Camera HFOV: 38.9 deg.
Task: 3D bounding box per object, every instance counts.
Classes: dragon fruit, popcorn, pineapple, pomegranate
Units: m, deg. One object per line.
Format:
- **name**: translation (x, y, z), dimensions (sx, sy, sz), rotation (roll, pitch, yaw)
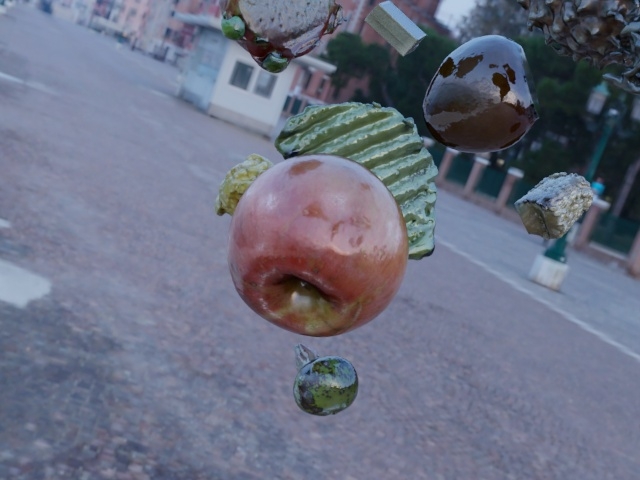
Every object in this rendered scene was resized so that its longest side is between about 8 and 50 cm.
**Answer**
- **dragon fruit**: translation (-0.095, -0.494, 1.902), dimensions (0.295, 0.268, 0.130), rotation (-25, 19, -25)
- **popcorn**: translation (-0.159, -0.109, 2.093), dimensions (0.163, 0.140, 0.194), rotation (18, -37, 24)
- **pineapple**: translation (0.329, -0.236, 0.929), dimensions (0.175, 0.175, 0.361), rotation (17, 23, -26)
- **pomegranate**: translation (-0.001, 0.286, 1.831), dimensions (0.138, 0.125, 0.163), rotation (-14, 24, -35)

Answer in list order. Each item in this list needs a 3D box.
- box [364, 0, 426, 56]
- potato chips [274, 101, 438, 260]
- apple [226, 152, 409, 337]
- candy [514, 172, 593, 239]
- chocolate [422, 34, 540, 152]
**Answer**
- **box**: translation (0.111, -0.311, 1.325), dimensions (0.079, 0.035, 0.083), rotation (42, 24, -1)
- **potato chips**: translation (0.093, -0.120, 2.022), dimensions (0.389, 0.373, 0.097), rotation (-2, 5, -14)
- **apple**: translation (0.000, 0.000, 1.772), dimensions (0.364, 0.364, 0.364), rotation (20, 8, -3)
- **candy**: translation (0.362, -0.056, 1.398), dimensions (0.095, 0.110, 0.085), rotation (16, -35, 53)
- **chocolate**: translation (0.223, -0.204, 1.293), dimensions (0.177, 0.177, 0.177), rotation (20, 8, -3)
